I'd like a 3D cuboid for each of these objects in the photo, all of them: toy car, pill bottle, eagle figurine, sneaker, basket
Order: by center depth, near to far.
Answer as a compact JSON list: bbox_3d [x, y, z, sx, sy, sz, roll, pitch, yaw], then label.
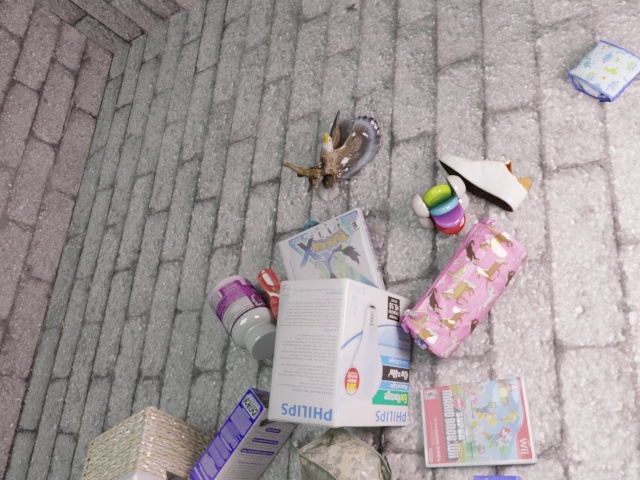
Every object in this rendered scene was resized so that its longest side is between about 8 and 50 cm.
[{"bbox_3d":[0.359,-0.086,1.663,0.159,0.182,0.136,-28,58,7],"label":"toy car"},{"bbox_3d":[0.480,-0.196,1.678,0.123,0.106,0.290,-49,55,-3],"label":"sneaker"},{"bbox_3d":[-0.559,0.764,1.879,0.331,0.328,0.266,-34,37,21],"label":"basket"},{"bbox_3d":[-0.133,0.205,1.976,0.087,0.128,0.221,-25,68,-1],"label":"sneaker"},{"bbox_3d":[-0.251,0.267,1.988,0.169,0.169,0.301,-52,48,7],"label":"pill bottle"},{"bbox_3d":[0.053,-0.309,2.034,0.226,0.225,0.298,46,66,3],"label":"eagle figurine"}]

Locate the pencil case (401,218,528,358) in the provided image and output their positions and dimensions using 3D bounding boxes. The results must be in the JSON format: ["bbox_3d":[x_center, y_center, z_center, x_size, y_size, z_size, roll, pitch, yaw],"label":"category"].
[{"bbox_3d":[0.383,0.129,1.548,0.386,0.167,0.160,-53,50,3],"label":"pencil case"}]

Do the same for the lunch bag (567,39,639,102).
[{"bbox_3d":[0.774,-0.448,1.553,0.129,0.096,0.151,-49,39,10],"label":"lunch bag"}]

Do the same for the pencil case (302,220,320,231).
[{"bbox_3d":[0.000,0.000,1.982,0.152,0.064,0.070,53,144,39],"label":"pencil case"}]

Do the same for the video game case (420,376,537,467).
[{"bbox_3d":[0.395,0.468,1.479,0.285,0.025,0.204,-17,60,32],"label":"video game case"}]

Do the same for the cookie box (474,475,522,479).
[{"bbox_3d":[0.427,0.610,1.377,0.107,0.040,0.092,-15,61,33],"label":"cookie box"}]

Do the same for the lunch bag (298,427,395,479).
[{"bbox_3d":[0.094,0.655,1.482,0.287,0.169,0.235,21,124,43],"label":"lunch bag"}]

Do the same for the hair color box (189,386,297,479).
[{"bbox_3d":[-0.229,0.633,1.789,0.339,0.185,0.110,-54,46,5],"label":"hair color box"}]

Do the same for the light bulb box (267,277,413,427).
[{"bbox_3d":[0.067,0.313,1.571,0.225,0.358,0.361,-6,73,37],"label":"light bulb box"}]

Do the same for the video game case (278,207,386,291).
[{"bbox_3d":[0.030,0.090,1.878,0.329,0.036,0.300,-23,75,28],"label":"video game case"}]
